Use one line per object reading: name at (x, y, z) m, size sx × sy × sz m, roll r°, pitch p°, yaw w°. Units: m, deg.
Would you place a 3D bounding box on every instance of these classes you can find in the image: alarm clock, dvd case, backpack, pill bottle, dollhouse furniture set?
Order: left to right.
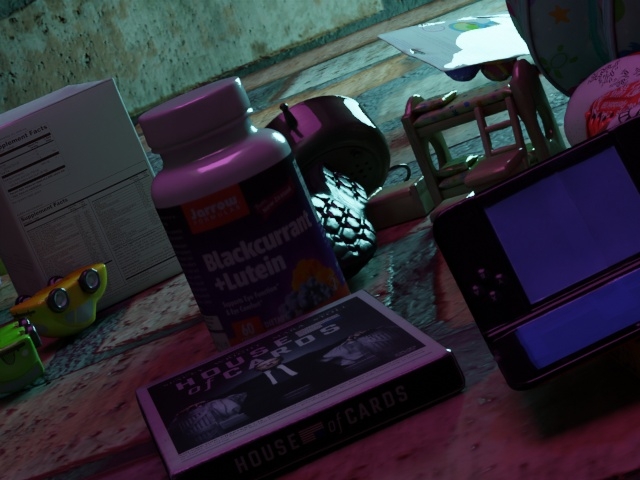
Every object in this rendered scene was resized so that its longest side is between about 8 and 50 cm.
pill bottle at (-0.058, -0.016, 1.263) m, size 0.108 × 0.193 × 0.108 m, roll -22°, pitch 11°, yaw 5°
dvd case at (-0.023, 0.094, 1.104) m, size 0.179 × 0.029 × 0.239 m, roll -24°, pitch 12°, yaw -8°
alarm clock at (0.014, -0.063, 1.587) m, size 0.192 × 0.064 × 0.129 m, roll 5°, pitch -53°, yaw -44°
dollhouse furniture set at (0.090, -0.064, 1.442) m, size 0.182 × 0.101 × 0.161 m, roll -17°, pitch 12°, yaw 26°
backpack at (0.280, -0.222, 1.431) m, size 0.253 × 0.225 × 0.191 m, roll -5°, pitch 30°, yaw 1°

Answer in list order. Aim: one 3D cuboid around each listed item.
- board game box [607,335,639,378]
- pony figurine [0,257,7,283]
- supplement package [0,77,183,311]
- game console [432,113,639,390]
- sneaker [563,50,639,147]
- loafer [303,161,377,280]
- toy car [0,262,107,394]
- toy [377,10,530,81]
board game box at (0.221, 0.041, 0.869) m, size 0.124 × 0.039 × 0.259 m, roll -25°, pitch 14°, yaw -4°
pony figurine at (-0.456, -0.061, 1.995) m, size 0.303 × 0.351 × 0.363 m, roll -28°, pitch 26°, yaw -13°
supplement package at (-0.256, -0.041, 1.753) m, size 0.149 × 0.203 × 0.194 m, roll -26°, pitch 12°, yaw -18°
game console at (0.142, 0.002, 0.921) m, size 0.144 × 0.124 × 0.085 m, roll -26°, pitch -16°, yaw 2°
sneaker at (0.227, -0.076, 1.262) m, size 0.145 × 0.090 × 0.270 m, roll -26°, pitch 14°, yaw -28°
loafer at (0.000, 0.000, 1.431) m, size 0.078 × 0.076 × 0.223 m, roll -56°, pitch 8°, yaw 14°
toy car at (-0.282, 0.098, 1.538) m, size 0.239 × 0.053 × 0.225 m, roll -25°, pitch 12°, yaw -11°
toy at (0.202, -0.223, 2.060) m, size 0.237 × 0.056 × 0.137 m, roll -18°, pitch 31°, yaw -28°
